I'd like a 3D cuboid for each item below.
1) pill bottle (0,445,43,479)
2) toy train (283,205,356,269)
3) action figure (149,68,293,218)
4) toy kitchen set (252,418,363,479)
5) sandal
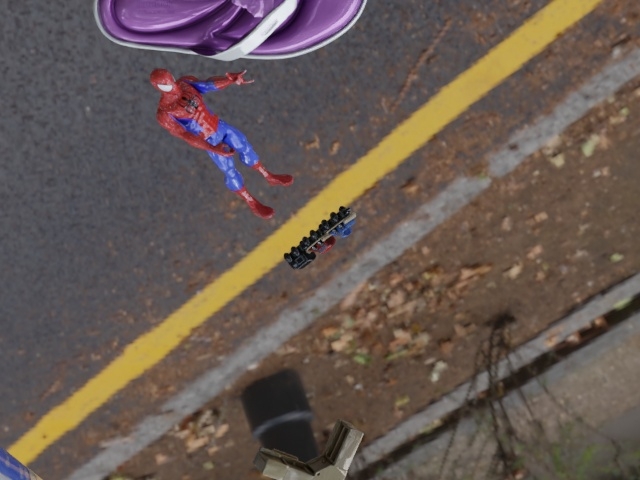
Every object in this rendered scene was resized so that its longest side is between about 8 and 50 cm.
[{"bbox_3d":[-0.307,0.273,0.869,0.152,0.152,0.272,-31,119,15],"label":"pill bottle"},{"bbox_3d":[0.000,0.000,1.275,0.027,0.036,0.158,-34,176,-40],"label":"toy train"},{"bbox_3d":[-0.114,-0.135,1.293,0.139,0.091,0.280,8,154,44],"label":"action figure"},{"bbox_3d":[-0.018,0.205,0.971,0.083,0.068,0.075,25,88,-21],"label":"toy kitchen set"},{"bbox_3d":[-0.133,-0.341,1.432,0.417,0.102,0.169,-7,110,3],"label":"sandal"}]
